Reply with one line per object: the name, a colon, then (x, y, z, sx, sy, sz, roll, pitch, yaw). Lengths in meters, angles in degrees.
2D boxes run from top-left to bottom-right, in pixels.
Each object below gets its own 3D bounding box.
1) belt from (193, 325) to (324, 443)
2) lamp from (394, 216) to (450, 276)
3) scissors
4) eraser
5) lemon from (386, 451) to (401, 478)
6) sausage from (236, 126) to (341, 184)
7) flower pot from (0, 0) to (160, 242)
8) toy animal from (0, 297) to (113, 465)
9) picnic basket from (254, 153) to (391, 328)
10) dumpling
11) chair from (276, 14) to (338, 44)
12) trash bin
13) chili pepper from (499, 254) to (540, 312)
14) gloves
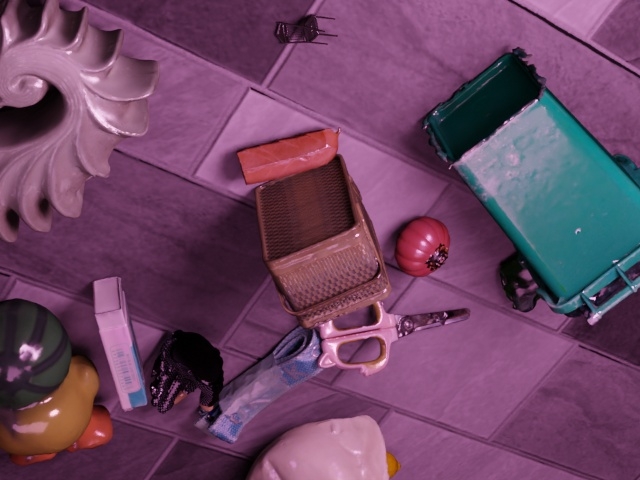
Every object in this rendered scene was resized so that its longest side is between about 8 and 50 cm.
belt: (-0.104, 0.265, 2.034, 0.302, 0.087, 0.072, -40, 125, 16)
lamp: (0.174, 0.011, 1.909, 0.107, 0.092, 0.107, -33, 140, -33)
scissors: (0.134, 0.154, 2.013, 0.318, 0.024, 0.160, -9, 91, -22)
eraser: (-0.342, 0.179, 1.909, 0.052, 0.095, 0.225, -11, 128, -5)
lemon: (0.122, 0.452, 2.241, 0.083, 0.062, 0.062, 4, 125, -16)
sausage: (-0.045, -0.137, 1.771, 0.169, 0.065, 0.065, -15, 128, -3)
flower pot: (-0.413, -0.165, 1.599, 0.254, 0.164, 0.367, 31, 114, -24)
toy animal: (-0.486, 0.252, 1.870, 0.216, 0.191, 0.338, -15, 127, -1)
picnic basket: (0.000, 0.000, 1.755, 0.165, 0.266, 0.139, -22, 122, 7)
dumpling: (-0.026, 0.515, 2.095, 0.395, 0.315, 0.233, -37, 132, 25)
chair: (-0.019, -0.314, 1.664, 0.086, 0.042, 0.037, 9, 131, 25)
trash bin: (0.363, -0.083, 1.771, 0.259, 0.295, 0.381, -41, 118, 14)
chili pepper: (0.414, 0.039, 2.005, 0.216, 0.062, 0.108, -42, 124, 16)
gloves: (-0.241, 0.241, 1.994, 0.129, 0.106, 0.180, 12, 151, -20)
